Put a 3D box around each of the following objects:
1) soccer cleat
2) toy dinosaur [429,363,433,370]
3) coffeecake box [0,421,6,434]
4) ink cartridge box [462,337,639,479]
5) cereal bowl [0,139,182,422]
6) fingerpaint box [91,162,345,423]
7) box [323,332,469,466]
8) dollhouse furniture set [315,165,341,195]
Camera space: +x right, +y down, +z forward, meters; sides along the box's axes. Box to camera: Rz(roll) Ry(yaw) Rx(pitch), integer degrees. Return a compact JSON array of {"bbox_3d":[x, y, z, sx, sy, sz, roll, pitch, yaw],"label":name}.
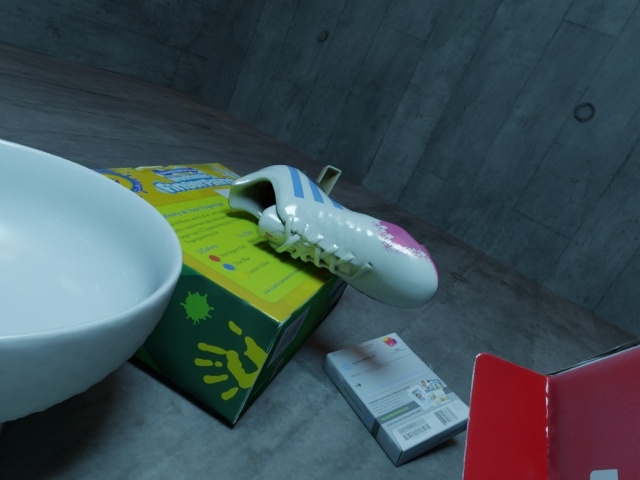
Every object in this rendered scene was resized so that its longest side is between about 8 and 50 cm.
[{"bbox_3d":[0.000,0.000,0.619,0.331,0.116,0.143,36,36,31],"label":"soccer cleat"},{"bbox_3d":[0.171,0.257,0.755,0.082,0.047,0.090,26,49,-25],"label":"toy dinosaur"},{"bbox_3d":[-0.337,0.136,0.356,0.142,0.068,0.185,15,20,-25],"label":"coffeecake box"},{"bbox_3d":[0.229,0.231,0.257,0.272,0.130,0.309,19,58,-3],"label":"ink cartridge box"},{"bbox_3d":[-0.300,0.028,0.363,0.339,0.141,0.339,22,18,-7],"label":"cereal bowl"},{"bbox_3d":[-0.161,0.027,0.731,0.371,0.163,0.445,29,18,10],"label":"fingerpaint box"},{"bbox_3d":[0.114,0.227,0.673,0.145,0.038,0.186,-9,36,-32],"label":"box"},{"bbox_3d":[-0.010,-0.075,0.775,0.091,0.114,0.081,17,23,-34],"label":"dollhouse furniture set"}]
